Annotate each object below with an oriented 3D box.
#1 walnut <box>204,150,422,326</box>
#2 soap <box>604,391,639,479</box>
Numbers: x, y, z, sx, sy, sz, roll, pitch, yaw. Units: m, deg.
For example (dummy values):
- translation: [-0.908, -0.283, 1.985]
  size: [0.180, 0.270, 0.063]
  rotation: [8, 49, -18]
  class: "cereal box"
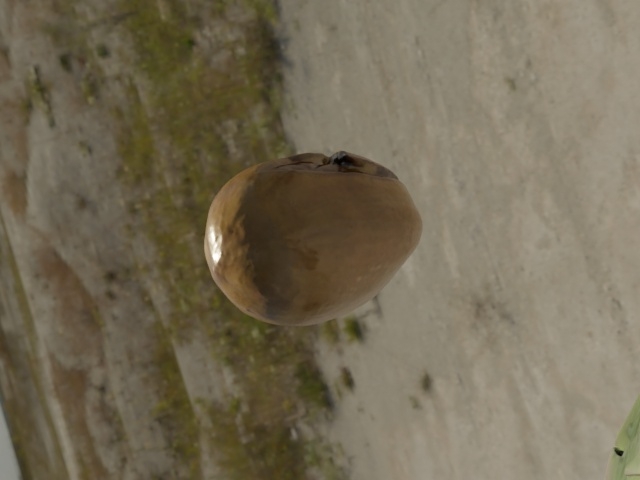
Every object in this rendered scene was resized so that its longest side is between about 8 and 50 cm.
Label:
- translation: [0.000, 0.000, 1.251]
  size: [0.203, 0.297, 0.203]
  rotation: [7, 98, 53]
  class: "walnut"
- translation: [0.290, 0.162, 0.677]
  size: [0.182, 0.199, 0.138]
  rotation: [90, -165, -49]
  class: "soap"
